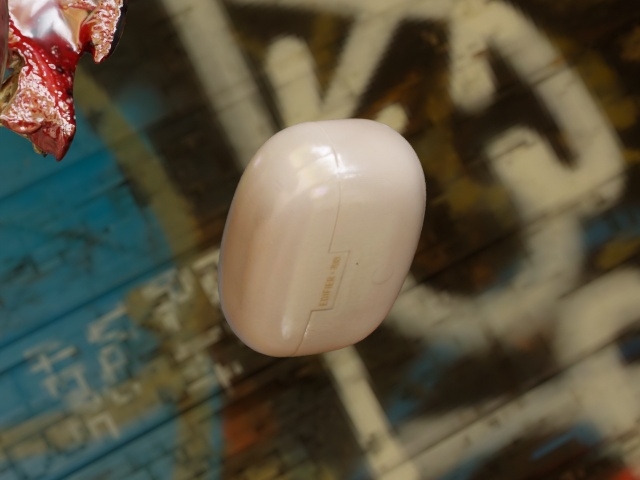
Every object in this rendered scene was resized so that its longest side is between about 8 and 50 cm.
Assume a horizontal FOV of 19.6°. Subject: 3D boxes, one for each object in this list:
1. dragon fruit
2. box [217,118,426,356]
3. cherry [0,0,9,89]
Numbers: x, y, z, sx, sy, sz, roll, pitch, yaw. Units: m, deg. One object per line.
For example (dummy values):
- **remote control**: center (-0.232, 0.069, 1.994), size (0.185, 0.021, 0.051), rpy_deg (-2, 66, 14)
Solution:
- **dragon fruit**: center (-0.195, -0.140, 1.391), size (0.092, 0.122, 0.192), rpy_deg (96, -11, -59)
- **box**: center (0.000, 0.000, 1.350), size (0.088, 0.146, 0.200), rpy_deg (-119, -147, -43)
- **cherry**: center (-0.251, -0.095, 0.921), size (0.239, 0.239, 0.206), rpy_deg (45, -8, 44)
